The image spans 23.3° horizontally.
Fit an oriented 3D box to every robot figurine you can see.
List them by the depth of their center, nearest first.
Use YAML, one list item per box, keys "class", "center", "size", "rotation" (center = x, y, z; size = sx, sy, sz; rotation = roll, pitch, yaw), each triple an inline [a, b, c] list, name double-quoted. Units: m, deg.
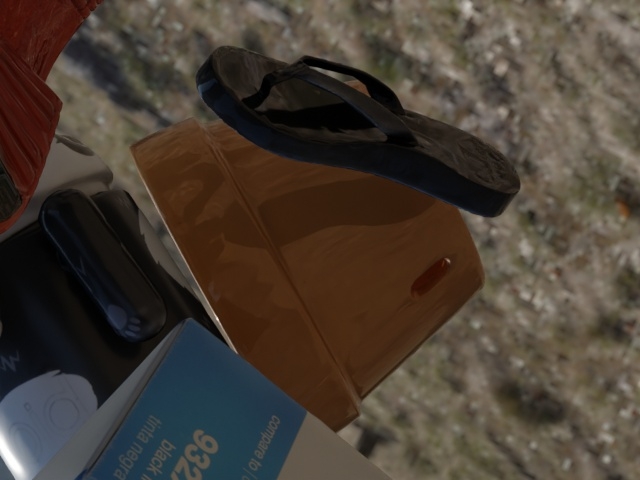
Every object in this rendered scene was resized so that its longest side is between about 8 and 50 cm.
- class: "robot figurine"
  center: [-0.168, 0.058, 1.059]
  size: [0.278, 0.209, 0.173]
  rotation: [56, -157, 5]

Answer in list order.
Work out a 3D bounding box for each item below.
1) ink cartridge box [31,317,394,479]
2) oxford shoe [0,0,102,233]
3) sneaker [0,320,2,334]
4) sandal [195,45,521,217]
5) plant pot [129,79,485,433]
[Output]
- class: "ink cartridge box"
  center: [-0.021, 0.222, 0.703]
  size: [0.307, 0.129, 0.223]
  rotation: [40, 121, -7]
- class: "oxford shoe"
  center: [-0.163, -0.130, 0.739]
  size: [0.098, 0.271, 0.097]
  rotation: [4, 149, 21]
- class: "sneaker"
  center: [-0.301, -0.034, 0.962]
  size: [0.281, 0.115, 0.105]
  rotation: [40, 123, -1]
- class: "sandal"
  center: [0.032, -0.088, 1.071]
  size: [0.254, 0.054, 0.097]
  rotation: [16, -146, -27]
- class: "plant pot"
  center: [0.000, 0.000, 1.275]
  size: [0.291, 0.203, 0.291]
  rotation: [60, 177, 5]
